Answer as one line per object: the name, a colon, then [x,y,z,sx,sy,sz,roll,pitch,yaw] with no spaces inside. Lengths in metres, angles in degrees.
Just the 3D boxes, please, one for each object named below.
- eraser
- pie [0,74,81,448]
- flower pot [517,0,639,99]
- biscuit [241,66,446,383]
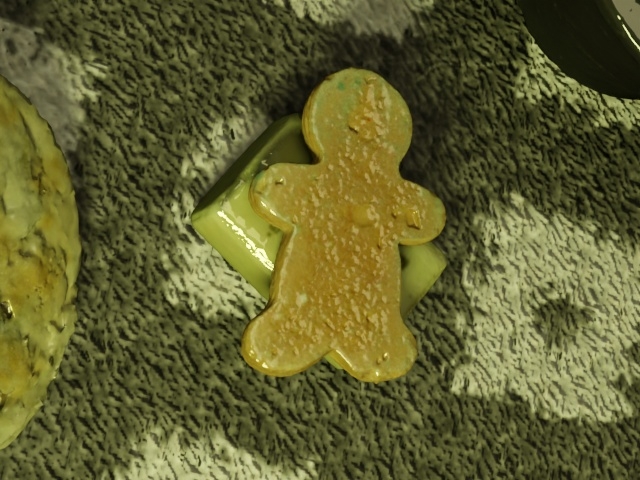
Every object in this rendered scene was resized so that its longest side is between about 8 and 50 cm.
eraser: [0.000,0.000,1.256,0.172,0.058,0.117,46,68,-11]
pie: [-0.306,0.014,1.085,0.339,0.077,0.339,-5,99,-35]
flower pot: [0.295,-0.249,1.310,0.379,0.251,0.379,2,84,-22]
biscuit: [0.019,-0.012,1.216,0.153,0.030,0.234,8,79,-22]
